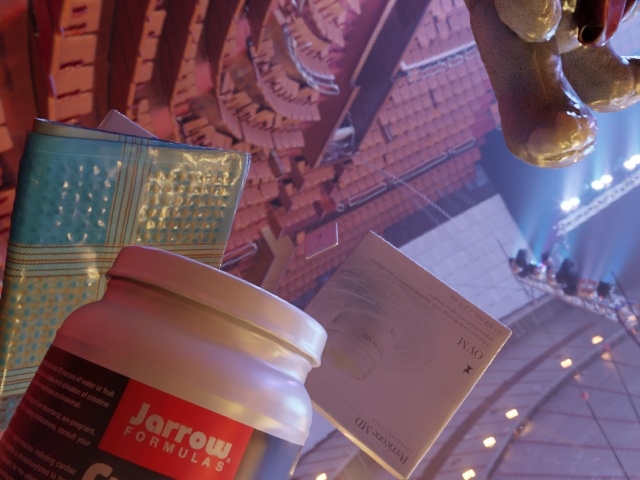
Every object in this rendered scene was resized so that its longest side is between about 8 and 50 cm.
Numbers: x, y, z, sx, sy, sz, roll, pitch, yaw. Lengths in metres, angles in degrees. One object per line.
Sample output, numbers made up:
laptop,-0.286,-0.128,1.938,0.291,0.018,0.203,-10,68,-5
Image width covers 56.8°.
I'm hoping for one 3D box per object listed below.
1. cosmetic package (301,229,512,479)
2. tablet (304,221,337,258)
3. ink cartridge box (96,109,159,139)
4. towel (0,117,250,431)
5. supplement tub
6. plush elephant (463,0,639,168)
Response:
cosmetic package,0.085,0.151,0.782,0.225,0.224,0.138,-50,163,-13
tablet,0.000,0.000,1.178,0.083,0.054,0.006,-25,138,30
ink cartridge box,-0.272,-0.100,0.868,0.082,0.139,0.190,-62,-161,-17
towel,-0.244,0.050,0.724,0.271,0.370,0.040,3,-160,-43
supplement tub,-0.120,0.161,0.406,0.272,0.191,0.191,-68,-165,-17
plush elephant,0.249,-0.267,0.474,0.272,0.330,0.255,-23,176,-45
